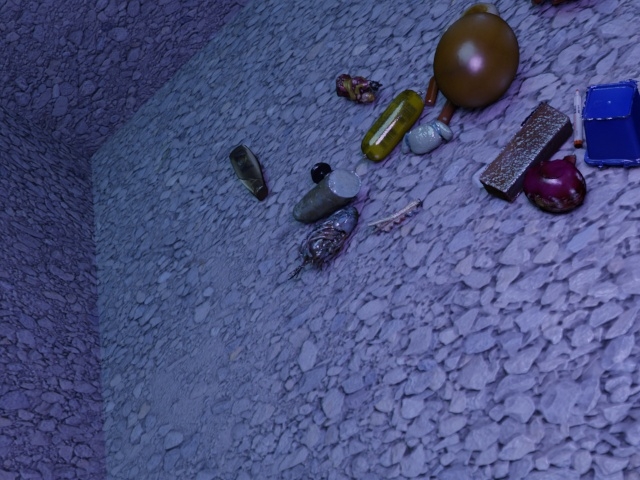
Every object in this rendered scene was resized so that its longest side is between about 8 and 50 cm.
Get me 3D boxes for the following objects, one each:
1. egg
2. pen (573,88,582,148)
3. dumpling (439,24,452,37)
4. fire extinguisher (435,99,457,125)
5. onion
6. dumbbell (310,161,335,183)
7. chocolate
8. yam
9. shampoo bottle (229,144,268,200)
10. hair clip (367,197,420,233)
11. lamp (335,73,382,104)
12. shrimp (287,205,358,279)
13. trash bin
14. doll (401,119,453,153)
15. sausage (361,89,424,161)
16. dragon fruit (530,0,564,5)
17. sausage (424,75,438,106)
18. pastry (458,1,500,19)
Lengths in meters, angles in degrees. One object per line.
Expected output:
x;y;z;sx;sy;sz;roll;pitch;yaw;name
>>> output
0.535;-0.622;1.699;0.283;0.282;0.351;-4;53;36;egg
0.803;-0.385;1.537;0.026;0.026;0.218;-5;63;36;pen
0.515;-0.850;2.005;0.077;0.043;0.059;-55;25;4;dumpling
0.472;-0.486;1.826;0.177;0.062;0.050;-63;18;-8;fire extinguisher
0.691;-0.189;1.442;0.173;0.135;0.198;18;77;39;onion
0.027;-0.258;2.011;0.099;0.099;0.208;-51;47;3;dumbbell
0.648;-0.273;1.538;0.321;0.112;0.112;-51;47;5;chocolate
0.006;-0.162;1.923;0.330;0.133;0.133;-30;49;45;yam
-0.333;-0.321;2.333;0.126;0.084;0.350;-40;49;11;shampoo bottle
0.270;-0.080;1.767;0.214;0.056;0.062;-26;36;14;hair clip
0.171;-0.644;2.110;0.253;0.118;0.118;30;86;40;lamp
0.001;-0.002;1.838;0.137;0.172;0.372;18;64;48;shrimp
0.816;-0.316;1.347;0.184;0.234;0.162;7;70;40;trash bin
0.383;-0.374;1.808;0.214;0.072;0.103;-16;100;41;doll
0.278;-0.443;1.904;0.347;0.123;0.123;-50;47;3;sausage
0.853;-0.955;1.651;0.343;0.277;0.277;-10;60;29;dragon fruit
0.437;-0.583;1.918;0.041;0.039;0.131;-2;64;45;sausage
0.607;-0.835;1.891;0.157;0.092;0.156;-21;54;31;pastry
